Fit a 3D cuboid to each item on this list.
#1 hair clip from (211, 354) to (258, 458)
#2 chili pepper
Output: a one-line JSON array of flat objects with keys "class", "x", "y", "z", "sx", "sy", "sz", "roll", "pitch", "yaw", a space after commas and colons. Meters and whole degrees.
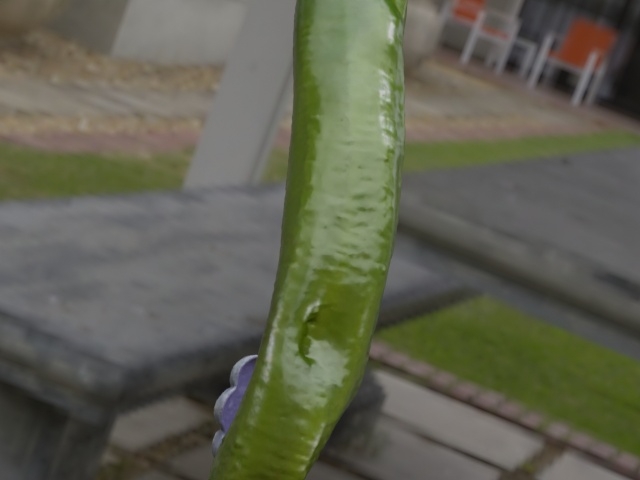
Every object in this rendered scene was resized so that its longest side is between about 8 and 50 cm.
[{"class": "hair clip", "x": -0.038, "y": 0.154, "z": 1.741, "sx": 0.052, "sy": 0.195, "sz": 0.124, "roll": 13, "pitch": -33, "yaw": 40}, {"class": "chili pepper", "x": 0.000, "y": 0.000, "z": 0.610, "sx": 0.050, "sy": 0.201, "sz": 0.052, "roll": 8, "pitch": -12, "yaw": 14}]
